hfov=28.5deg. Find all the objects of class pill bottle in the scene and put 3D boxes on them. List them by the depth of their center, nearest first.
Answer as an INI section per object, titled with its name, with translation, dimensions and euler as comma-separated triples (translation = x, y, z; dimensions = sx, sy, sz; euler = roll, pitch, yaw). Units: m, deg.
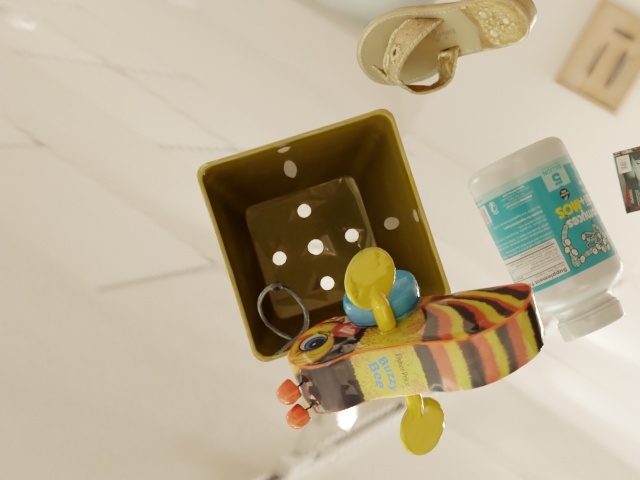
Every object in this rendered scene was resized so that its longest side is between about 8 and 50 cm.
[pill bottle]
translation = 0.319, 0.002, 1.728
dimensions = 0.264, 0.146, 0.146
euler = 64, -161, 3

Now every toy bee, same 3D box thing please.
[toy bee]
translation = 0.044, 0.115, 1.123
dimensions = 0.195, 0.298, 0.162
euler = 52, -138, -9

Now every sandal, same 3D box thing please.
[sandal]
translation = 0.105, -0.187, 1.268
dimensions = 0.240, 0.079, 0.088
euler = -13, 126, 48

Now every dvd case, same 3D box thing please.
[dvd case]
translation = 0.433, -0.086, 1.578
dimensions = 0.013, 0.119, 0.087
euler = -89, -18, -62

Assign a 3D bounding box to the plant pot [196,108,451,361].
[plant pot]
translation = 0.000, 0.000, 1.373
dimensions = 0.187, 0.212, 0.212
euler = 120, 132, -85
